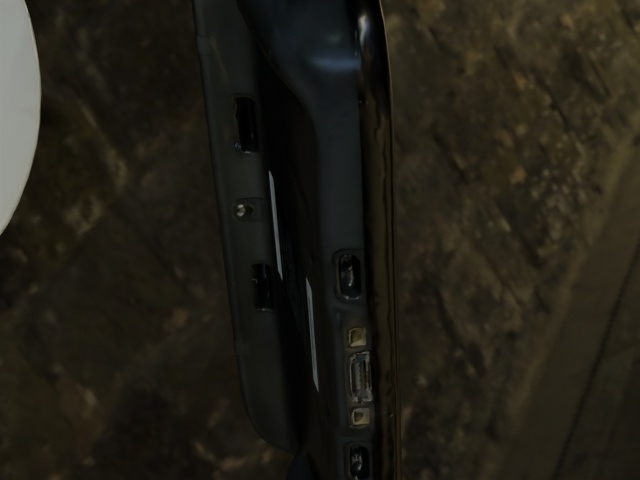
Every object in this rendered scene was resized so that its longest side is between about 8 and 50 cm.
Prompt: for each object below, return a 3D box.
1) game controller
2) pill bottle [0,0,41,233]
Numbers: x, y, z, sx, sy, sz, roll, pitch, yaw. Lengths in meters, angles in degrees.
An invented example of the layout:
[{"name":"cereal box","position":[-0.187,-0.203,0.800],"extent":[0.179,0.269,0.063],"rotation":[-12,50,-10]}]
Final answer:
[{"name":"game controller","position":[0.000,0.000,0.566],"extent":[0.067,0.319,0.166],"rotation":[-16,41,-14]},{"name":"pill bottle","position":[-0.348,-0.077,0.692],"extent":[0.392,0.224,0.224],"rotation":[5,36,31]}]
